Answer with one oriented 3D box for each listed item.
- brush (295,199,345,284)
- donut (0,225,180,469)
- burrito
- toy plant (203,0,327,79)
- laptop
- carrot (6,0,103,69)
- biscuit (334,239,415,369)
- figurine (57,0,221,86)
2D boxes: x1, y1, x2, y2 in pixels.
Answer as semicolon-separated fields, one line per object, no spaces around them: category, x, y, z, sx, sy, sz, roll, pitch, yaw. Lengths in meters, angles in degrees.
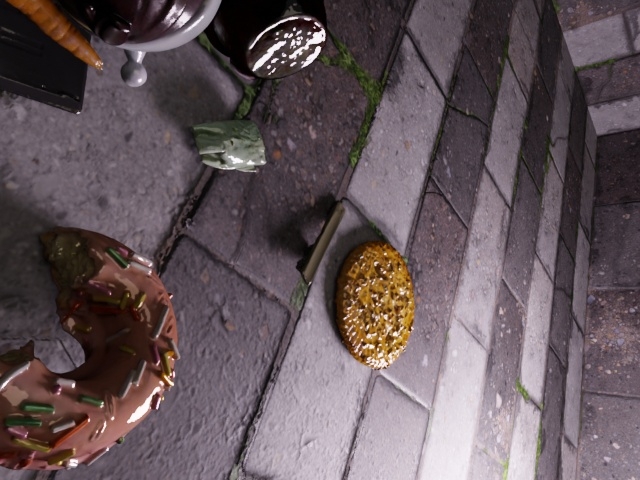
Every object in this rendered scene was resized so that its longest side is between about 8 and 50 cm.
brush;0.000;0.000;0.811;0.034;0.027;0.190;59;39;-31
donut;-0.226;0.105;0.458;0.199;0.085;0.233;49;37;-29
burrito;-0.129;-0.132;0.663;0.118;0.044;0.074;-16;102;-52
toy plant;-0.087;-0.348;0.654;0.218;0.175;0.235;-11;68;-43
laptop;-0.327;-0.219;0.466;0.197;0.016;0.135;10;79;-48
carrot;-0.301;-0.248;0.461;0.216;0.048;0.048;42;56;-47
biscuit;0.116;0.123;0.918;0.254;0.035;0.254;8;79;-48
figurine;-0.173;-0.358;0.502;0.167;0.281;0.370;58;44;-76
